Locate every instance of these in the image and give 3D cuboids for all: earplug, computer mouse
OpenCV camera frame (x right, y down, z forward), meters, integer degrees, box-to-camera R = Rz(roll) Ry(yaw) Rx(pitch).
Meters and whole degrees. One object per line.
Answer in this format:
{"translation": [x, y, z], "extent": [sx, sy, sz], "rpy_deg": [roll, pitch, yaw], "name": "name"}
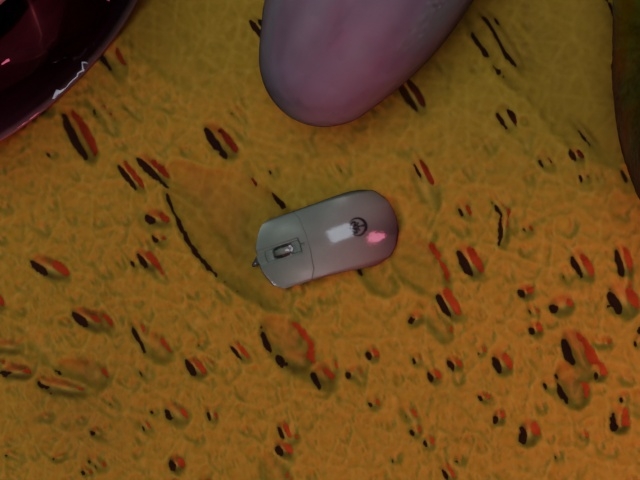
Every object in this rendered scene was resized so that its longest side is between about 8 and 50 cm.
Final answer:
{"translation": [0.053, -0.213, 1.107], "extent": [0.172, 0.172, 0.301], "rpy_deg": [33, 100, 11], "name": "earplug"}
{"translation": [0.000, 0.000, 1.169], "extent": [0.110, 0.032, 0.056], "rpy_deg": [-17, 84, 11], "name": "computer mouse"}

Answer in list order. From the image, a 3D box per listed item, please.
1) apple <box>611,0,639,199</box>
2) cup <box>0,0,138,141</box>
{"translation": [0.310, -0.133, 0.992], "extent": [0.250, 0.277, 0.309], "rpy_deg": [1, 104, -4], "name": "apple"}
{"translation": [-0.261, -0.235, 1.132], "extent": [0.273, 0.208, 0.288], "rpy_deg": [46, 115, 10], "name": "cup"}
